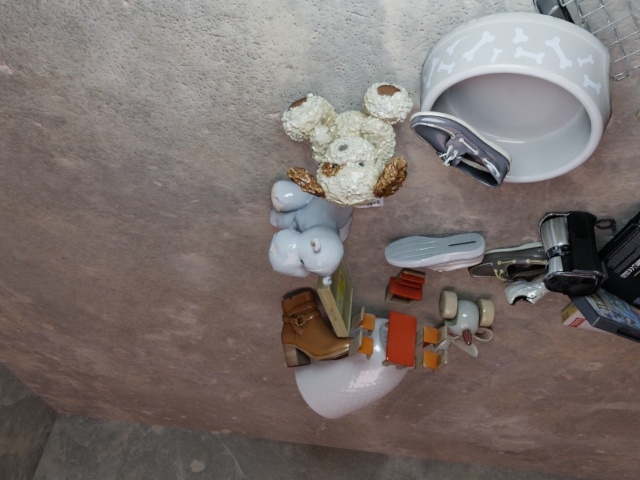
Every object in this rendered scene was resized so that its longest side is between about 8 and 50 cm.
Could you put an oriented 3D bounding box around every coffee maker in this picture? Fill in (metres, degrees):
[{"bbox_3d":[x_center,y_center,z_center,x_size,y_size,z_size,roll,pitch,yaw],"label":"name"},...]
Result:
[{"bbox_3d":[0.602,0.028,1.320,0.171,0.178,0.120,-13,140,28],"label":"coffee maker"}]

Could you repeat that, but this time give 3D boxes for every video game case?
[{"bbox_3d":[0.711,0.151,1.404,0.248,0.274,0.035,19,116,-15],"label":"video game case"}]

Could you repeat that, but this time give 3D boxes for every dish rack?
[{"bbox_3d":[0.502,-0.365,0.890,0.272,0.074,0.208,-22,136,33],"label":"dish rack"}]

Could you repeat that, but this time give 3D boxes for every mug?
[{"bbox_3d":[0.157,0.408,1.888,0.374,0.276,0.328,17,139,-42],"label":"mug"}]

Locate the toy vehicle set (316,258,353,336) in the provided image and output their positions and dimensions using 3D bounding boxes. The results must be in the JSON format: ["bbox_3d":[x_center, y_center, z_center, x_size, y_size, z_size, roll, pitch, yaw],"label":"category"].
[{"bbox_3d":[0.045,0.136,1.595,0.035,0.165,0.266,-3,143,14],"label":"toy vehicle set"}]

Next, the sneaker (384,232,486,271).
[{"bbox_3d":[0.299,0.045,1.478,0.258,0.094,0.091,-4,138,15],"label":"sneaker"}]

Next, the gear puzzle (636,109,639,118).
[{"bbox_3d":[0.718,-0.298,0.957,0.176,0.044,0.339,13,144,-6],"label":"gear puzzle"}]

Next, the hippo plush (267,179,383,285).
[{"bbox_3d":[0.000,0.000,1.353,0.294,0.236,0.234,-3,143,16],"label":"hippo plush"}]

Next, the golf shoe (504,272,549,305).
[{"bbox_3d":[0.597,0.139,1.559,0.176,0.086,0.069,-14,137,26],"label":"golf shoe"}]

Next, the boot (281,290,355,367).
[{"bbox_3d":[-0.006,0.262,1.747,0.284,0.220,0.109,-20,160,38],"label":"boot"}]

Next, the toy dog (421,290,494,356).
[{"bbox_3d":[0.419,0.292,1.741,0.220,0.160,0.333,-2,143,15],"label":"toy dog"}]

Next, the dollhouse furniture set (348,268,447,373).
[{"bbox_3d":[0.232,0.227,1.605,0.262,0.259,0.135,14,147,-9],"label":"dollhouse furniture set"}]

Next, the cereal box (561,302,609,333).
[{"bbox_3d":[0.847,0.210,1.636,0.240,0.047,0.173,9,145,-2],"label":"cereal box"}]

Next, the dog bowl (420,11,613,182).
[{"bbox_3d":[0.339,-0.230,1.016,0.349,0.102,0.348,16,155,8],"label":"dog bowl"}]

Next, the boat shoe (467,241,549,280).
[{"bbox_3d":[0.492,0.065,1.488,0.228,0.068,0.081,-17,137,31],"label":"boat shoe"}]

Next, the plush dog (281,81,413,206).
[{"bbox_3d":[0.059,-0.161,1.125,0.263,0.225,0.210,-4,143,16],"label":"plush dog"}]

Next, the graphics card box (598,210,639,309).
[{"bbox_3d":[0.850,0.100,1.320,0.371,0.094,0.232,31,146,12],"label":"graphics card box"}]

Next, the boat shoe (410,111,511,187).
[{"bbox_3d":[0.249,-0.162,1.019,0.206,0.064,0.075,26,157,-11],"label":"boat shoe"}]
